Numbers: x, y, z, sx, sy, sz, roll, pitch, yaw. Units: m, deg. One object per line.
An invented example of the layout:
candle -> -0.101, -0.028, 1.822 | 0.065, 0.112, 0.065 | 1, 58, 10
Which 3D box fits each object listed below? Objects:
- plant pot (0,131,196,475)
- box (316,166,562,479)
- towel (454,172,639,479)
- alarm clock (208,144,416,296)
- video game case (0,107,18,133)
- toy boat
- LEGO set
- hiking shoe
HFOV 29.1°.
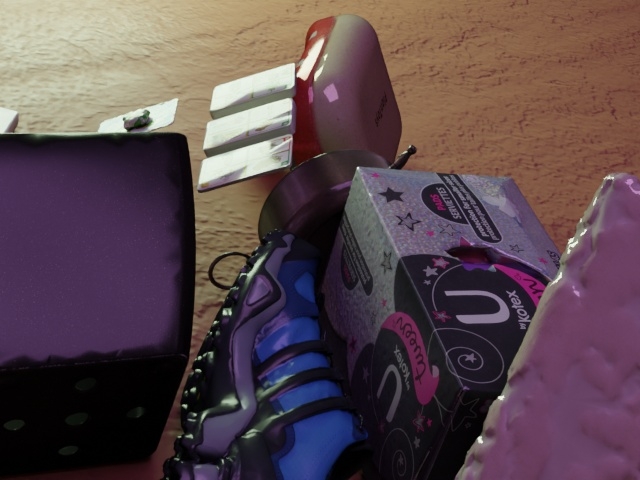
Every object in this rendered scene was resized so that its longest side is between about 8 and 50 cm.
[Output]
plant pot -> -0.177, 0.050, 0.827 | 0.187, 0.188, 0.167 | -3, 50, -24
box -> 0.098, 0.079, 0.892 | 0.142, 0.163, 0.247 | 2, 37, -20
towel -> 0.236, 0.172, 0.704 | 0.317, 0.332, 0.053 | 26, 5, 11
alarm clock -> 0.000, 0.000, 1.009 | 0.192, 0.129, 0.064 | -20, 45, -4
video game case -> -0.363, -0.093, 1.082 | 0.157, 0.019, 0.143 | 14, 35, -2
toy boat -> -0.012, -0.114, 1.168 | 0.151, 0.151, 0.231 | -8, 31, 18
LEGO set -> -0.131, -0.057, 1.025 | 0.244, 0.060, 0.182 | -16, 32, 9
hiking shoe -> -0.027, 0.119, 0.860 | 0.132, 0.113, 0.304 | 24, 42, -8
